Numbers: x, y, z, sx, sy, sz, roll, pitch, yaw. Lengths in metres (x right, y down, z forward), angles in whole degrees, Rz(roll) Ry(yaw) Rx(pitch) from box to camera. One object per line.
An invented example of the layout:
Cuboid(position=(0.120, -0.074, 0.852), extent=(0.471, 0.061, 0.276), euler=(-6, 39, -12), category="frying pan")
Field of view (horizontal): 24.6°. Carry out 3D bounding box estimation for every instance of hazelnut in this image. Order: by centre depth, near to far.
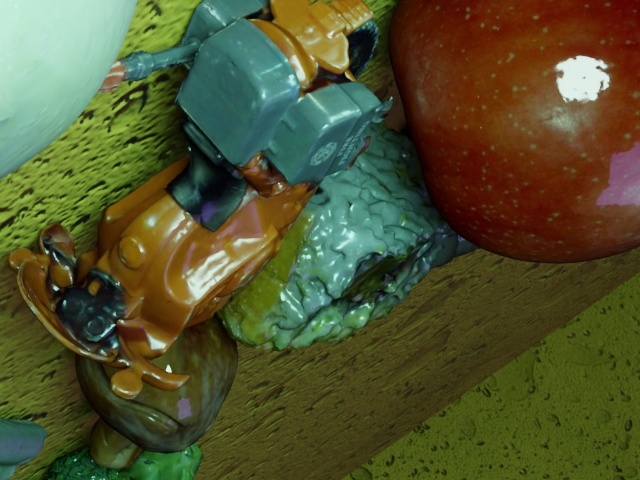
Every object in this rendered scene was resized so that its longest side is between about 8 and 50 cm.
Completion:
Cuboid(position=(-0.134, 0.110, 1.229), extent=(0.143, 0.143, 0.154), euler=(-31, 165, -26), category="hazelnut")

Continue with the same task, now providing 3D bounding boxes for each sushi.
Cuboid(position=(0.000, 0.000, 1.201), extent=(0.184, 0.139, 0.274), euler=(-49, 163, 27), category="sushi")

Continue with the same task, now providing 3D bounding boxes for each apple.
Cuboid(position=(0.169, -0.109, 1.066), extent=(0.216, 0.260, 0.260), euler=(-15, 166, 5), category="apple")

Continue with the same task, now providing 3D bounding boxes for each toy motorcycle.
Cuboid(position=(-0.082, -0.023, 0.955), extent=(0.221, 0.148, 0.325), euler=(-26, 156, -45), category="toy motorcycle")

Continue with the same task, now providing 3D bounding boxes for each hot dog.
Cuboid(position=(-0.149, 0.126, 1.376), extent=(0.235, 0.062, 0.092), euler=(-53, 176, 29), category="hot dog")

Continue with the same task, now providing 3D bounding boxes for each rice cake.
Cuboid(position=(-0.296, 0.176, 1.216), extent=(0.080, 0.042, 0.222), euler=(-34, 165, 2), category="rice cake")

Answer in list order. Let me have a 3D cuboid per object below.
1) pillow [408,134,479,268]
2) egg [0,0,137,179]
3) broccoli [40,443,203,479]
Cuboid(position=(0.158, -0.077, 1.433), extent=(0.228, 0.101, 0.326), euler=(-26, 158, -37), category="pillow")
Cuboid(position=(-0.167, -0.084, 0.524), extent=(0.271, 0.162, 0.206), euler=(-44, 166, 14), category="egg")
Cuboid(position=(-0.189, 0.314, 1.569), extent=(0.269, 0.269, 0.254), euler=(-19, 161, -51), category="broccoli")
